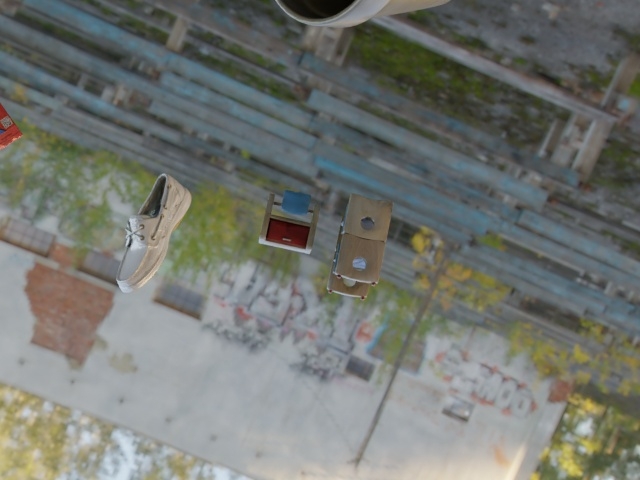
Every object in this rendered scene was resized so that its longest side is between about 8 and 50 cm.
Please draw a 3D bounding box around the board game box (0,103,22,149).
[{"bbox_3d":[-0.659,-0.158,1.685,0.145,0.281,0.027,59,162,-23],"label":"board game box"}]

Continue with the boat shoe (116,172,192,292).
[{"bbox_3d":[-0.371,-0.021,2.130,0.098,0.277,0.096,-3,142,36],"label":"boat shoe"}]

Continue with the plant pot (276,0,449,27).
[{"bbox_3d":[0.108,-0.502,1.673,0.280,0.323,0.323,-1,-160,-41],"label":"plant pot"}]

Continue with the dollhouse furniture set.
[{"bbox_3d":[0.000,0.000,1.520,0.184,0.129,0.129,12,165,-2],"label":"dollhouse furniture set"}]
